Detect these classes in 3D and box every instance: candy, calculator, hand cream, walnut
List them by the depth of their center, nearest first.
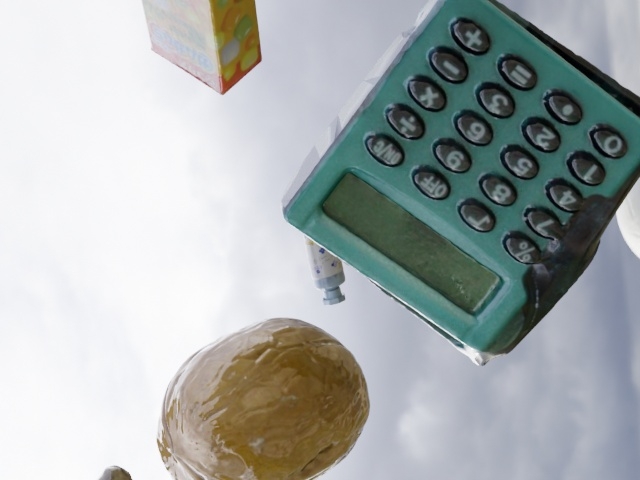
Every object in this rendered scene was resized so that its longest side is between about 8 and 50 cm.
[{"bbox_3d":[-0.069,-0.143,0.602,0.038,0.062,0.122,-45,-24,-24],"label":"candy"},{"bbox_3d":[0.132,-0.054,0.938,0.248,0.274,0.058,35,-166,-13],"label":"calculator"},{"bbox_3d":[-0.052,0.153,1.001,0.197,0.165,0.165,-31,-61,-33],"label":"walnut"},{"bbox_3d":[0.000,0.000,1.436,0.065,0.043,0.171,-55,-47,-74],"label":"hand cream"}]

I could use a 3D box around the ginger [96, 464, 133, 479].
[{"bbox_3d":[-0.156,0.183,0.677,0.065,0.258,0.149,63,-166,-17],"label":"ginger"}]

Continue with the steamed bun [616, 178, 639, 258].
[{"bbox_3d":[0.442,-0.013,1.258,0.177,0.228,0.131,-74,5,-50],"label":"steamed bun"}]
